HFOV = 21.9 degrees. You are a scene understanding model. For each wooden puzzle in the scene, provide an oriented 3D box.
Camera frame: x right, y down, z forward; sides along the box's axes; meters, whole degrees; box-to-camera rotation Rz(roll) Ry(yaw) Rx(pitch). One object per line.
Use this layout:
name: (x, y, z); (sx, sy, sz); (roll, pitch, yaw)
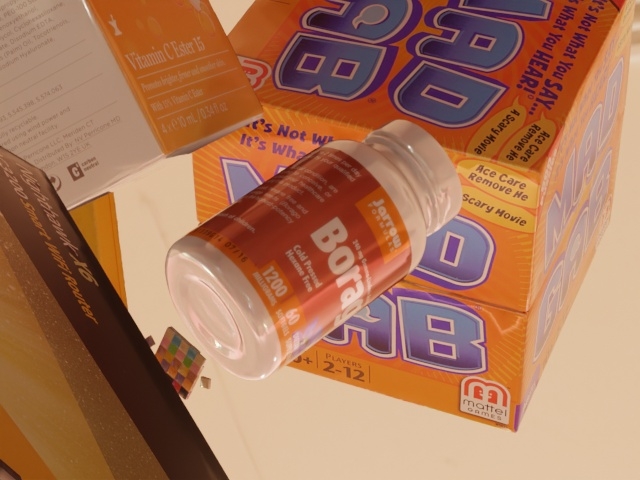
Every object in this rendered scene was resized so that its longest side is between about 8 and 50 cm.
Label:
wooden puzzle: (-0.130, 0.111, 1.507); (0.083, 0.049, 0.006); (39, -150, 23)

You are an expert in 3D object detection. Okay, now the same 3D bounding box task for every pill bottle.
pill bottle: (0.000, 0.000, 1.237); (0.216, 0.121, 0.121); (-35, -137, -26)

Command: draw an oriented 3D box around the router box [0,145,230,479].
router box: (-0.140, 0.038, 0.478); (0.081, 0.243, 0.309); (-47, -135, 10)

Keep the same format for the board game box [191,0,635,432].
board game box: (0.104, -0.082, 1.750); (0.356, 0.356, 0.356); (15, -136, 18)

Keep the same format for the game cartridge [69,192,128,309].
game cartridge: (-0.339, 0.023, 1.639); (0.324, 0.053, 0.285); (-16, -108, 24)

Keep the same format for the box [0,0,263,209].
box: (-0.220, -0.201, 1.279); (0.168, 0.345, 0.215); (-25, -176, 22)
